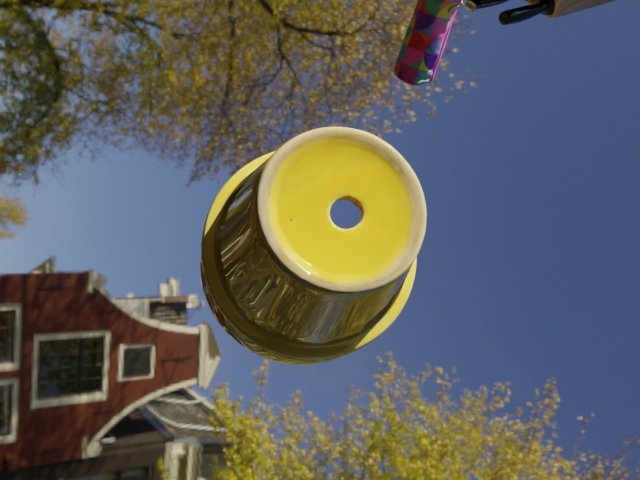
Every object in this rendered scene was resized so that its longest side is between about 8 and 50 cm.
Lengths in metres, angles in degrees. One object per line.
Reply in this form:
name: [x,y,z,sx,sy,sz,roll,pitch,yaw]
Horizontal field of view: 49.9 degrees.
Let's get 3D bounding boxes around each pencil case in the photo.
pencil case: [0.242,-0.463,1.531,0.104,0.104,0.236,56,-40,40]

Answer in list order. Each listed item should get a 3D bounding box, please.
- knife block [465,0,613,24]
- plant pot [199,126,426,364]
knife block: [0.333,-0.366,0.965,0.242,0.275,0.088,-46,-121,13]
plant pot: [0.000,0.000,0.741,0.239,0.253,0.254,130,-46,-72]
